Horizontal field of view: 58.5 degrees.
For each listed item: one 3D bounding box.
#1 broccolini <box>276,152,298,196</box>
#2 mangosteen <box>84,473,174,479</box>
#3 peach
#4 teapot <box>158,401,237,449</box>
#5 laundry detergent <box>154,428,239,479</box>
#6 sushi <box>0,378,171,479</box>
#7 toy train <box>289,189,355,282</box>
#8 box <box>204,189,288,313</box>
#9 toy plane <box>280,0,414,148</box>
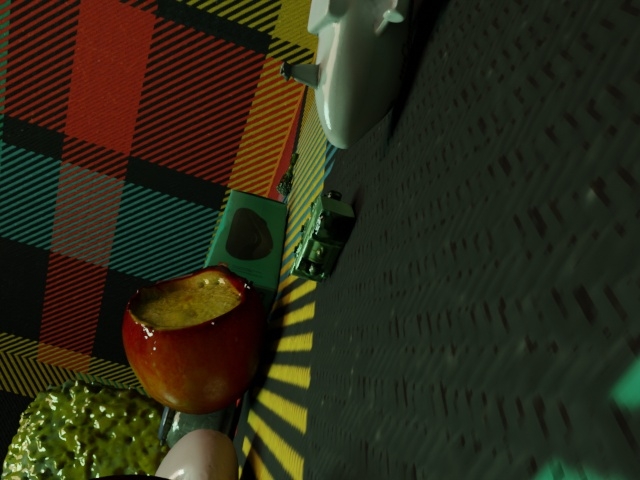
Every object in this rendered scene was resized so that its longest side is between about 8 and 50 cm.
[{"bbox_3d":[-0.066,-0.152,1.258,0.035,0.030,0.139,-52,16,45],"label":"broccolini"},{"bbox_3d":[-0.084,0.189,0.236,0.200,0.200,0.199,-162,90,-82],"label":"mangosteen"},{"bbox_3d":[-0.159,0.116,0.734,0.226,0.190,0.196,110,-177,-62],"label":"peach"},{"bbox_3d":[-0.177,0.254,0.835,0.111,0.108,0.149,-105,33,-72],"label":"teapot"},{"bbox_3d":[-0.115,0.284,0.454,0.335,0.088,0.158,-134,63,-79],"label":"laundry detergent"},{"bbox_3d":[-0.445,0.450,1.214,0.351,0.397,0.239,108,172,-62],"label":"sushi"},{"bbox_3d":[0.000,0.000,0.479,0.053,0.033,0.083,-99,27,-64],"label":"toy train"},{"bbox_3d":[-0.148,0.066,1.007,0.311,0.118,0.205,-88,20,-61],"label":"box"},{"bbox_3d":[0.035,-0.195,0.425,0.251,0.101,0.255,6,78,70],"label":"toy plane"}]
